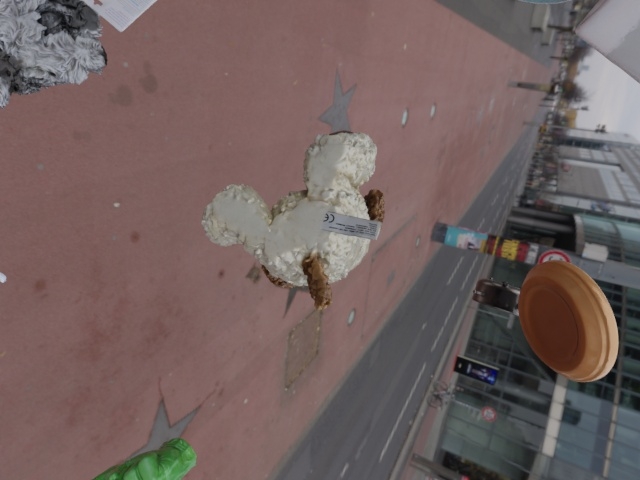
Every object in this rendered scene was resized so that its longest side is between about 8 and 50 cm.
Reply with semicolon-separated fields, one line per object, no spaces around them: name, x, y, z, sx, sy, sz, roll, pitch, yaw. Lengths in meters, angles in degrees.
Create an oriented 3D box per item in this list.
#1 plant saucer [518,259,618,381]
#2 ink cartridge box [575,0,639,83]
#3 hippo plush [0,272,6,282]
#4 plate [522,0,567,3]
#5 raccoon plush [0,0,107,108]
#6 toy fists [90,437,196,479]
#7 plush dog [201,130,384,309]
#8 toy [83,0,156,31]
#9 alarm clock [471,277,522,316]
plant saucer;0.390;0.133;0.702;0.200;0.037;0.200;171;-90;-80
ink cartridge box;0.352;-0.141;0.332;0.296;0.261;0.066;-42;170;-39
hippo plush;-0.835;-0.001;0.807;0.236;0.234;0.294;-41;128;-41
plate;0.285;-0.386;0.578;0.188;0.188;0.024;6;108;-66
raccoon plush;-0.627;-0.365;0.778;0.446;0.299;0.216;-48;137;-39
toy fists;-0.376;0.476;0.824;0.096;0.279;0.142;59;24;3
plush dog;0.000;0.000;0.618;0.211;0.262;0.225;65;11;17
toy;-0.246;-0.414;0.642;0.237;0.137;0.056;-48;168;-6
alarm clock;0.405;0.124;0.926;0.192;0.129;0.064;22;87;-59
